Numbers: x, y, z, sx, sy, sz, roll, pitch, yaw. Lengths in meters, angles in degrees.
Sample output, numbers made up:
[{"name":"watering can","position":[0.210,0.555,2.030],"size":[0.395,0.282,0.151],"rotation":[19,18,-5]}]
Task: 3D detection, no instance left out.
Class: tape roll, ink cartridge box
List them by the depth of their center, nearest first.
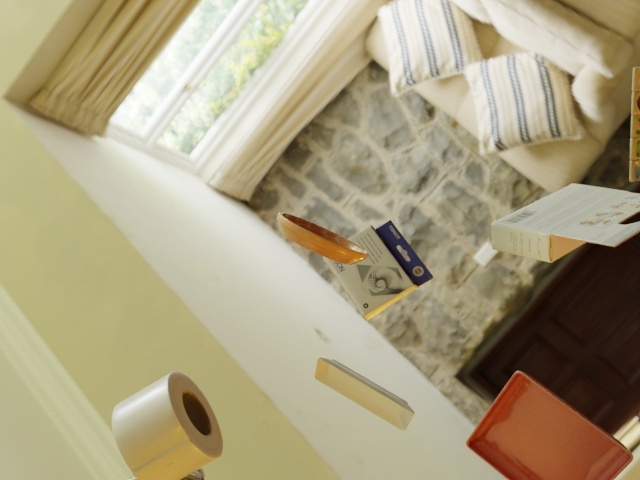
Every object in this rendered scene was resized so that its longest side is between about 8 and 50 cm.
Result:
[{"name":"ink cartridge box","position":[0.488,-0.029,1.317],"size":[0.275,0.060,0.239],"rotation":[-23,-154,-36]},{"name":"tape roll","position":[-0.378,0.472,1.818],"size":[0.246,0.169,0.246],"rotation":[59,-175,-8]},{"name":"ink cartridge box","position":[0.155,0.071,1.982],"size":[0.223,0.224,0.045],"rotation":[55,174,26]}]

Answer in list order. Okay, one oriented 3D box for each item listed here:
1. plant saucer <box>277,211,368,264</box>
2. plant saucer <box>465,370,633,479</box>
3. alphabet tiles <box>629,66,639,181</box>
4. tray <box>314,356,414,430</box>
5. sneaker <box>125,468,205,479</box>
[{"name":"plant saucer","position":[0.000,0.000,1.474],"size":[0.200,0.037,0.200],"rotation":[25,-174,-3]},{"name":"plant saucer","position":[0.457,0.412,1.469],"size":[0.259,0.258,0.048],"rotation":[37,-140,20]},{"name":"alphabet tiles","position":[0.643,-0.215,1.259],"size":[0.009,0.237,0.198],"rotation":[-126,28,-68]},{"name":"tray","position":[0.110,0.377,1.825],"size":[0.270,0.030,0.145],"rotation":[29,149,12]},{"name":"sneaker","position":[-0.430,0.656,1.881],"size":[0.108,0.272,0.100],"rotation":[-174,67,-76]}]
